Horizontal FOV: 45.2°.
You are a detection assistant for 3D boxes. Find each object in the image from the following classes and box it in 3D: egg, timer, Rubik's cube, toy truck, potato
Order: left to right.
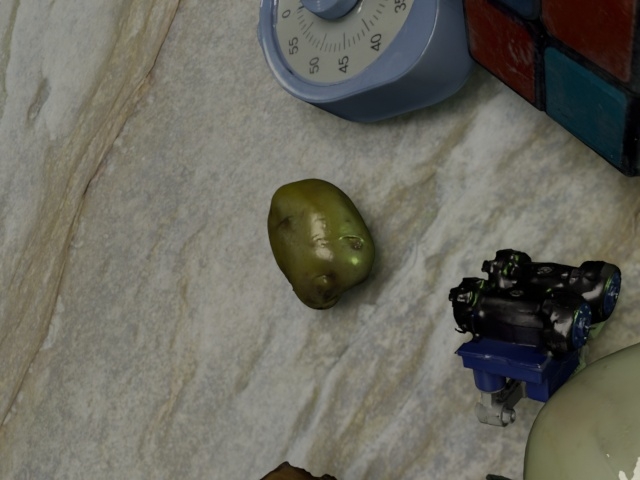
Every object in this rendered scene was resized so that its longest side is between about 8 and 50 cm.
[{"bbox_3d":[-0.004,0.000,1.157,0.154,0.137,0.200,-29,65,19],"label":"potato"},{"bbox_3d":[0.048,-0.370,1.180,0.395,0.173,0.395,-8,77,40],"label":"timer"},{"bbox_3d":[0.267,0.118,0.946,0.161,0.213,0.177,7,117,40],"label":"toy truck"},{"bbox_3d":[0.368,-0.326,0.886,0.316,0.318,0.313,-37,56,-5],"label":"Rubik's cube"},{"bbox_3d":[0.380,0.238,0.795,0.345,0.283,0.283,-25,62,-6],"label":"egg"}]

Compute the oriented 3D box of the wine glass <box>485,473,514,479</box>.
[{"bbox_3d":[0.211,0.415,0.941,0.103,0.103,0.231,21,91,32],"label":"wine glass"}]

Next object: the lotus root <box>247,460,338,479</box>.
[{"bbox_3d":[-0.026,0.461,0.930,0.250,0.316,0.316,32,92,42],"label":"lotus root"}]
